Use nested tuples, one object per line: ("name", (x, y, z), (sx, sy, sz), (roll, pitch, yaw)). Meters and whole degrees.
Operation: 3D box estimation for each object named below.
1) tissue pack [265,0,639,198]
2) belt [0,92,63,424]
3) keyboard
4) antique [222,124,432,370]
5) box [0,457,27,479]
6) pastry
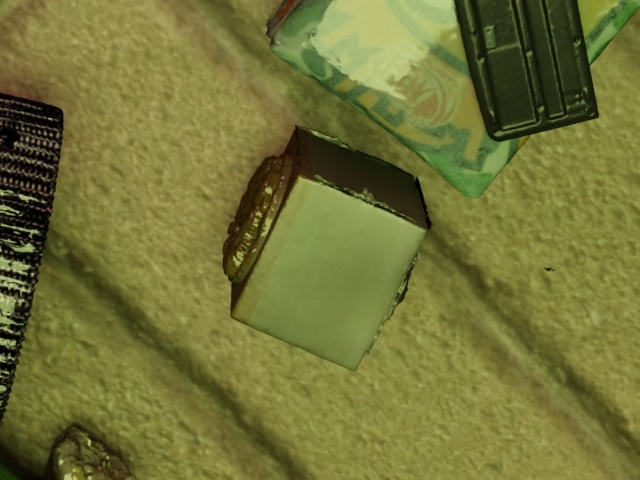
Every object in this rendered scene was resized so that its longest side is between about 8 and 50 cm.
("tissue pack", (0.133, -0.223, 1.503), (0.228, 0.128, 0.311), (37, 104, -14))
("belt", (-0.291, 0.034, 1.491), (0.122, 0.260, 0.324), (12, 107, -13))
("keyboard", (0.165, -0.163, 1.444), (0.103, 0.041, 0.381), (-13, 105, 1))
("antique", (0.000, 0.000, 1.560), (0.148, 0.146, 0.152), (23, 106, -9))
("box", (-0.400, 0.323, 1.583), (0.253, 0.178, 0.328), (34, 107, 18))
("pastry", (-0.235, 0.305, 1.668), (0.112, 0.103, 0.265), (21, 104, -18))
